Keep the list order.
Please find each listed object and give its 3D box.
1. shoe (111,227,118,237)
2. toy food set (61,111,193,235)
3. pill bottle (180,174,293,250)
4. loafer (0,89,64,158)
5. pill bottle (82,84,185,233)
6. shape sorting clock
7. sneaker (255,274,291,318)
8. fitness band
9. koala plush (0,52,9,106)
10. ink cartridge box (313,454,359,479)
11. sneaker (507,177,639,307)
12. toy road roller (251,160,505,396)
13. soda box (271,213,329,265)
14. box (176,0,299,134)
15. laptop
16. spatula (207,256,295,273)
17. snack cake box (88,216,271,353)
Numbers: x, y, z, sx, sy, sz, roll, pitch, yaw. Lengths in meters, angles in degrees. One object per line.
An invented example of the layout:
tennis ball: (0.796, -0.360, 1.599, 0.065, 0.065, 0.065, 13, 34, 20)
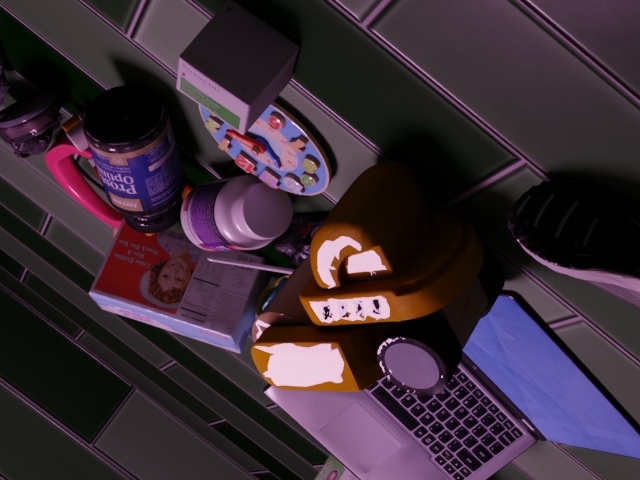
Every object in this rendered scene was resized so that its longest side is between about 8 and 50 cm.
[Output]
shoe: (-0.315, 0.042, 2.427, 0.058, 0.076, 0.219, 20, 153, 51)
toy food set: (-0.307, -0.131, 2.037, 0.232, 0.104, 0.111, 51, 177, 10)
pill bottle: (-0.119, -0.039, 1.861, 0.108, 0.108, 0.193, 44, 160, -20)
loafer: (-0.469, -0.183, 2.106, 0.095, 0.109, 0.302, 60, 162, -16)
pill bottle: (-0.265, -0.112, 1.879, 0.122, 0.123, 0.219, 27, 150, 25)
shape sorting clock: (-0.075, -0.129, 1.684, 0.206, 0.040, 0.206, 31, 160, 13)
sneaker: (0.014, 0.160, 2.075, 0.319, 0.127, 0.208, 17, 155, 41)
fitness band: (-0.377, -0.106, 2.237, 0.209, 0.054, 0.291, 44, 158, -15)
koala plush: (-0.638, -0.282, 2.067, 0.221, 0.196, 0.203, 29, -170, 18)
ink cartridge box: (0.144, 0.456, 2.420, 0.278, 0.201, 0.117, 12, 150, 48)
sneaker: (0.311, 0.023, 1.303, 0.271, 0.100, 0.108, 25, 163, 29)
toy road roller: (0.049, 0.039, 1.590, 0.329, 0.202, 0.241, -6, 122, 37)
soda box: (0.000, 0.000, 1.824, 0.053, 0.060, 0.169, 39, 161, -23)
box: (-0.095, -0.198, 1.467, 0.101, 0.102, 0.087, 36, 159, 5)
laptop: (0.199, 0.266, 1.864, 0.382, 0.408, 0.236, 46, -168, -24)
spatula: (-0.044, 0.042, 1.869, 0.242, 0.019, 0.168, 10, 179, -2)
snack cake box: (-0.234, 0.074, 2.164, 0.264, 0.152, 0.089, 17, 160, 13)
